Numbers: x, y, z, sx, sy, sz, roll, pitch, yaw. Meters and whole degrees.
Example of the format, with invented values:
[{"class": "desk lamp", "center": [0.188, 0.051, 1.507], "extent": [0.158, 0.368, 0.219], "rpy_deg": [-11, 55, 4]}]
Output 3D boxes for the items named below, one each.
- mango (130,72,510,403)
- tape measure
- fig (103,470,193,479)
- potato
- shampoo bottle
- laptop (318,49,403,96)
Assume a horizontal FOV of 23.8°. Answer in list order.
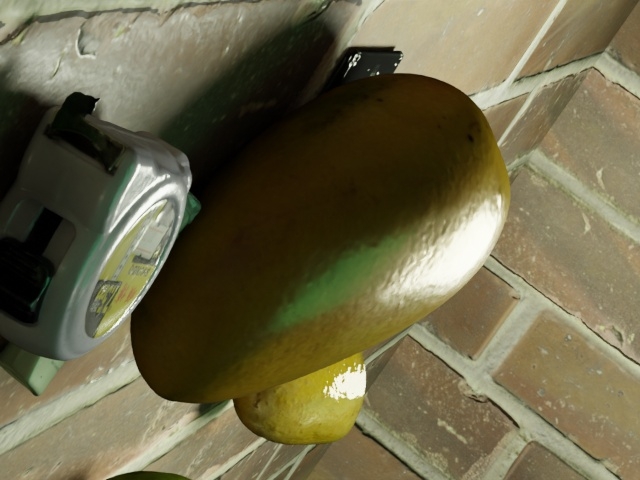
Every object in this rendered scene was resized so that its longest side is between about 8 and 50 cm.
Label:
[{"class": "mango", "center": [0.000, 0.000, 1.479], "extent": [0.446, 0.232, 0.300], "rpy_deg": [-32, 163, -30]}, {"class": "tape measure", "center": [-0.176, -0.007, 1.072], "extent": [0.178, 0.105, 0.196], "rpy_deg": [-60, 170, -1]}, {"class": "fig", "center": [-0.230, 0.420, 1.724], "extent": [0.316, 0.316, 0.316], "rpy_deg": [-50, 168, -14]}, {"class": "potato", "center": [-0.049, 0.198, 2.099], "extent": [0.158, 0.178, 0.203], "rpy_deg": [-3, 146, -46]}, {"class": "shampoo bottle", "center": [-0.184, 0.035, 1.273], "extent": [0.212, 0.049, 0.072], "rpy_deg": [-50, 164, -13]}, {"class": "laptop", "center": [0.029, -0.153, 1.649], "extent": [0.129, 0.016, 0.180], "rpy_deg": [-57, 167, 17]}]
